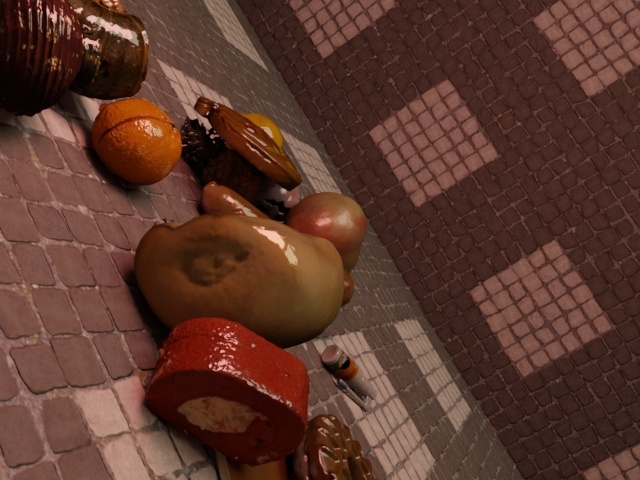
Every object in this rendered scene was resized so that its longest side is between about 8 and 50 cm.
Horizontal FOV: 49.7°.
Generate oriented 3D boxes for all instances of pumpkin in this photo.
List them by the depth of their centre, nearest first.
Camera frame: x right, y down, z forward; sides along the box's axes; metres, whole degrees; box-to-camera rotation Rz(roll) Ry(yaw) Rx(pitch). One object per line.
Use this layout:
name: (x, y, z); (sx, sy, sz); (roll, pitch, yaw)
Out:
pumpkin: (-0.524, -0.417, 1.401); (0.232, 0.242, 0.325); (-13, 55, -44)

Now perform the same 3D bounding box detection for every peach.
peach: (0.000, -0.001, 2.017); (0.247, 0.292, 0.292); (42, 11, 12)

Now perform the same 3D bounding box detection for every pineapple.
pineapple: (-0.282, -0.206, 1.851); (0.279, 0.158, 0.158); (44, 16, -9)

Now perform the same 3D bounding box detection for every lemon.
lemon: (-0.206, -0.303, 2.204); (0.244, 0.187, 0.187); (55, 13, -24)

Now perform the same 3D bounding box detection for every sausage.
sausage: (-0.110, 0.027, 1.796); (0.501, 0.123, 0.136); (36, 50, -21)

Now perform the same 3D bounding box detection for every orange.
orange: (-0.380, -0.210, 1.451); (0.193, 0.161, 0.193); (48, 14, -16)

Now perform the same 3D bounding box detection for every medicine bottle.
medicine bottle: (0.084, 0.387, 1.921); (0.220, 0.061, 0.092); (48, 41, -31)

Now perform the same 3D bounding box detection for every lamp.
lamp: (-0.499, -0.332, 1.178); (0.247, 0.247, 0.247); (52, 15, -19)

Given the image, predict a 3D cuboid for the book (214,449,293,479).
book: (-0.114, 0.395, 1.280); (0.262, 0.028, 0.374); (40, 22, -48)

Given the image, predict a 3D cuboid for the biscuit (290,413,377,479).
biscuit: (0.045, 0.500, 1.369); (0.332, 0.103, 0.332); (59, 8, -14)

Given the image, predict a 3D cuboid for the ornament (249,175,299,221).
ornament: (-0.154, -0.136, 2.091); (0.177, 0.177, 0.177); (52, 15, -19)

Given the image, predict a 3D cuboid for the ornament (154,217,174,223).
ornament: (-0.305, 0.009, 1.495); (0.125, 0.028, 0.073); (58, 13, 11)

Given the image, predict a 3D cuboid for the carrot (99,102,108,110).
carrot: (-0.470, -0.293, 1.599); (0.093, 0.032, 0.032); (17, 42, -62)

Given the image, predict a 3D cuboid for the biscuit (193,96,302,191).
biscuit: (-0.189, -0.275, 1.867); (0.350, 0.070, 0.394); (38, 8, -28)

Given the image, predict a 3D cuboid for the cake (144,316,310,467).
cake: (-0.139, 0.245, 1.143); (0.283, 0.177, 0.151); (39, 25, -19)

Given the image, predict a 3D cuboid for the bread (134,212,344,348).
bread: (-0.134, 0.091, 1.341); (0.376, 0.348, 0.253); (15, 74, -73)
